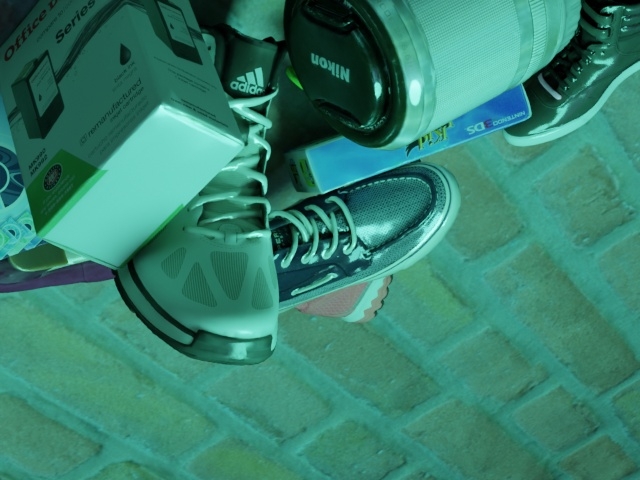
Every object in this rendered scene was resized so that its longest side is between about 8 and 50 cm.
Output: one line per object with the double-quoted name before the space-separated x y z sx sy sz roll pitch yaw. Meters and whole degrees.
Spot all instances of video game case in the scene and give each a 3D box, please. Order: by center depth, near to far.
"video game case" 0.099 -0.127 1.973 0.269 0.061 0.244 -20 -175 -6

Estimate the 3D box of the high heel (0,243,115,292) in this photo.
"high heel" -0.278 -0.006 2.037 0.377 0.127 0.181 -3 176 -39

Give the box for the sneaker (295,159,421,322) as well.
"sneaker" 0.048 0.004 2.178 0.136 0.116 0.314 0 136 -27

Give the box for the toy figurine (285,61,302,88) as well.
"toy figurine" 0.050 -0.243 1.880 0.159 0.130 0.173 -56 162 17

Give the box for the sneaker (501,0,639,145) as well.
"sneaker" 0.334 -0.248 2.050 0.296 0.104 0.147 -37 140 6

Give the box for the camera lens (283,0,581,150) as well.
"camera lens" 0.115 -0.238 1.726 0.274 0.219 0.219 -29 148 -28

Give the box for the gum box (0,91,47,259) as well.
"gum box" -0.401 -0.063 1.818 0.157 0.041 0.184 -21 100 -6

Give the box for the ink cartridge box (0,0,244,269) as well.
"ink cartridge box" -0.223 -0.151 1.699 0.121 0.289 0.211 24 122 -41

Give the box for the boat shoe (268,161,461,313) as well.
"boat shoe" 0.000 0.000 1.956 0.340 0.127 0.158 -29 163 19

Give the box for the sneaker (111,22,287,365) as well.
"sneaker" -0.119 -0.083 1.730 0.169 0.447 0.257 8 124 -22
